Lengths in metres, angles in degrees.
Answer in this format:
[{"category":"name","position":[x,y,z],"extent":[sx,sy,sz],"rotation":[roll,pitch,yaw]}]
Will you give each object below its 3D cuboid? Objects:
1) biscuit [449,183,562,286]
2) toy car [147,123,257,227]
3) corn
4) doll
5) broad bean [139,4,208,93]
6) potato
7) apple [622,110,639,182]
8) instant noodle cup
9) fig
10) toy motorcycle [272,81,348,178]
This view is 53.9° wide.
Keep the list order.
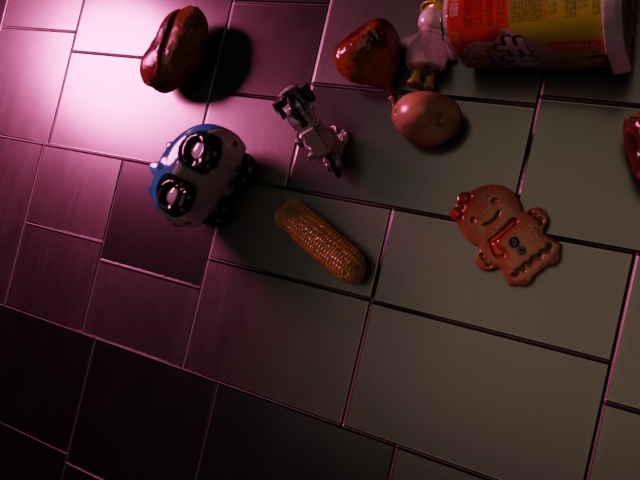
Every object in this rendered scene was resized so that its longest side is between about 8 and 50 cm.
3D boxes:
[{"category":"biscuit","position":[0.356,-0.020,1.222],"extent":[0.166,0.036,0.225],"rotation":[-41,69,16]},{"category":"toy car","position":[-0.290,-0.158,1.453],"extent":[0.190,0.188,0.255],"rotation":[39,102,30]},{"category":"corn","position":[0.000,0.000,1.356],"extent":[0.248,0.081,0.081],"rotation":[41,100,23]},{"category":"doll","position":[0.225,-0.412,1.304],"extent":[0.129,0.081,0.207],"rotation":[14,83,-14]},{"category":"broad bean","position":[-0.358,-0.473,1.562],"extent":[0.228,0.122,0.156],"rotation":[-56,36,2]},{"category":"potato","position":[0.213,-0.253,1.281],"extent":[0.147,0.112,0.112],"rotation":[8,87,19]},{"category":"apple","position":[0.609,-0.168,1.069],"extent":[0.158,0.147,0.156],"rotation":[-17,44,12]},{"category":"instant noodle cup","position":[0.401,-0.437,1.146],"extent":[0.308,0.294,0.293],"rotation":[3,84,32]},{"category":"fig","position":[0.130,-0.366,1.344],"extent":[0.146,0.133,0.201],"rotation":[-32,102,34]},{"category":"toy motorcycle","position":[-0.015,-0.240,1.346],"extent":[0.102,0.221,0.150],"rotation":[-27,28,16]}]
